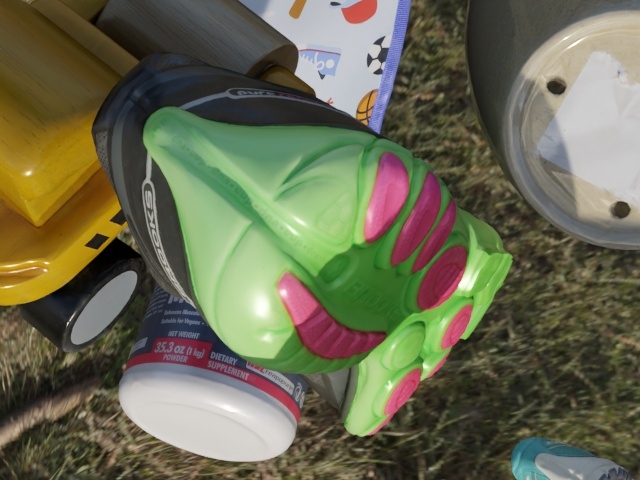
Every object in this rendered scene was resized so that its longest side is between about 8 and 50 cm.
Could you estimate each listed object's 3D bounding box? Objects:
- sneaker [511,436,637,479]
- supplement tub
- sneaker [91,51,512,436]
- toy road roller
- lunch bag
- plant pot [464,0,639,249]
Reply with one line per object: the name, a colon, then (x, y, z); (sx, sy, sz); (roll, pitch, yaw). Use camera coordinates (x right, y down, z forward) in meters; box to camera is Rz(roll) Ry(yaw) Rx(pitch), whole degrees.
sneaker: (0.268, 0.264, 1.163); (0.110, 0.275, 0.107); (26, 74, 32)
supplement tub: (-0.090, 0.083, 1.220); (0.191, 0.191, 0.272); (21, 61, -9)
sneaker: (0.000, 0.000, 0.760); (0.202, 0.483, 0.185); (41, 84, 20)
toy road roller: (-0.166, -0.097, 0.818); (0.202, 0.240, 0.329); (39, 71, 12)
lunch bag: (-0.079, -0.275, 1.263); (0.328, 0.239, 0.385); (0, 121, -21)
plant pot: (0.192, -0.104, 0.681); (0.256, 0.256, 0.274); (41, 30, -2)
